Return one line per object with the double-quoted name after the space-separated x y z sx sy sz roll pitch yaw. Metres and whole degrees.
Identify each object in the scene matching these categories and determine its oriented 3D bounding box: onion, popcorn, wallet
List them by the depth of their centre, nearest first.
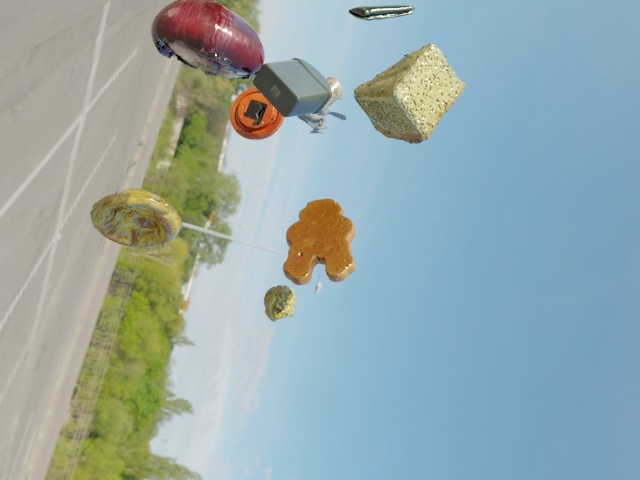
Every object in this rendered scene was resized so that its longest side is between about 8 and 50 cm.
-0.242 -0.441 1.200 0.248 0.248 0.161 -112 -141 -64 "onion"
-0.124 0.188 1.639 0.109 0.097 0.089 -52 -162 3 "popcorn"
0.255 -0.952 2.270 0.160 0.236 0.055 -130 -147 -54 "wallet"

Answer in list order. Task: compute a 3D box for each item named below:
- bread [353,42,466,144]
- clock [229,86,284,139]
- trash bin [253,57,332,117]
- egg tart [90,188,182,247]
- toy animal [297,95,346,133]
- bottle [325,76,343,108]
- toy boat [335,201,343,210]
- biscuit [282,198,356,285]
0.294 -0.501 1.853 0.279 0.248 0.315 -47 -149 3 "bread"
-0.228 -0.460 1.968 0.051 0.205 0.205 56 45 -74 "clock"
-0.077 -0.466 1.665 0.101 0.176 0.236 -45 173 34 "trash bin"
-0.596 -0.084 1.780 0.295 0.295 0.116 126 -27 -48 "egg tart"
-0.023 -0.505 2.113 0.239 0.256 0.176 -25 -103 63 "toy animal"
-0.010 -0.590 2.283 0.110 0.097 0.209 26 -119 39 "bottle"
-0.015 -0.089 2.701 0.321 0.089 0.121 -32 -152 31 "toy boat"
0.000 0.000 1.536 0.333 0.202 0.047 -90 169 -47 "biscuit"
